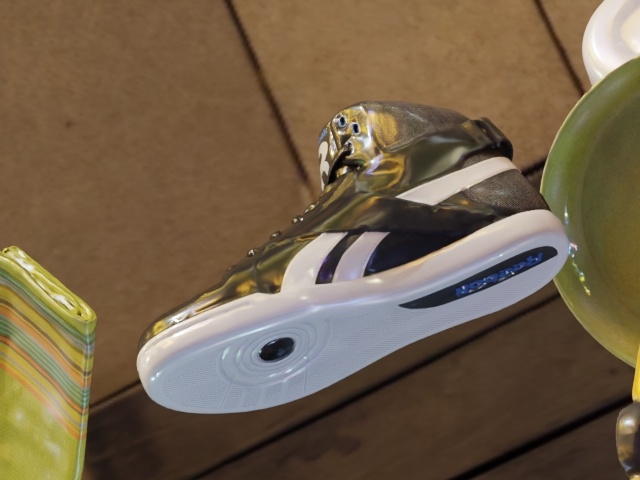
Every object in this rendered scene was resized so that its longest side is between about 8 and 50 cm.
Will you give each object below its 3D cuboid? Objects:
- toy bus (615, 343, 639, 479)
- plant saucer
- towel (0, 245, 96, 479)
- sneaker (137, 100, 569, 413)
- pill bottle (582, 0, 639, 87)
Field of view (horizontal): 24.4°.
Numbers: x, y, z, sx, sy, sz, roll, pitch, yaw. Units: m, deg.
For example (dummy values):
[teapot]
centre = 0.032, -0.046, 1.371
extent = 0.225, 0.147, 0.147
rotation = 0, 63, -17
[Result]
[toy bus]
centre = 0.241, 0.187, 0.845
extent = 0.108, 0.130, 0.332
rotation = -13, 54, 36
[plant saucer]
centre = 0.270, -0.018, 1.005
extent = 0.241, 0.037, 0.241
rotation = 5, 103, 22
[towel]
centre = -0.185, 0.128, 0.948
extent = 0.102, 0.021, 0.237
rotation = 34, 125, 40
[sneaker]
centre = 0.000, 0.000, 0.725
extent = 0.217, 0.079, 0.121
rotation = -18, 56, -16
[pill bottle]
centre = 0.334, -0.105, 1.322
extent = 0.146, 0.264, 0.146
rotation = -15, 49, 17
